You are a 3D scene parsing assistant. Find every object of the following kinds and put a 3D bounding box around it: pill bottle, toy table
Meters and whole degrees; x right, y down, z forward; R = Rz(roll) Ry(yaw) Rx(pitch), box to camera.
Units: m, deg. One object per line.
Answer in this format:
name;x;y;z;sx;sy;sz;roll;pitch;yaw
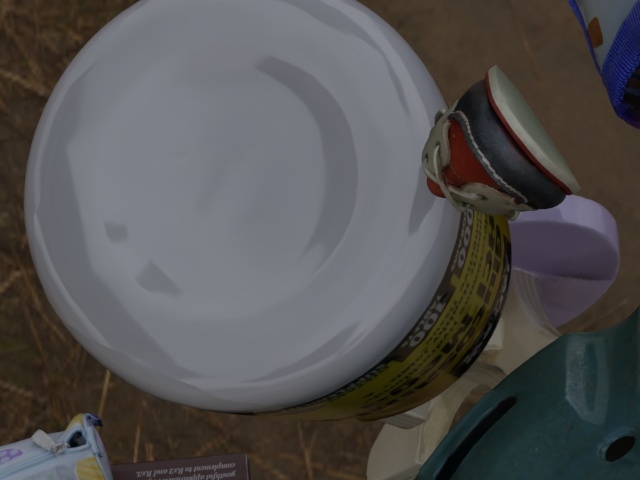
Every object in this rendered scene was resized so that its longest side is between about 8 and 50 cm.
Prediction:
pill bottle;0.000;0.000;0.706;0.188;0.334;0.187;-2;81;14
toy table;0.123;0.090;1.070;0.252;0.274;0.160;15;57;-18

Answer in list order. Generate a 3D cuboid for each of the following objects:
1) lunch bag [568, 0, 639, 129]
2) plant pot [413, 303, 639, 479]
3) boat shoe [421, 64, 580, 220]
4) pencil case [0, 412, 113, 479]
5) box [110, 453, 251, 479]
lunch bag;0.244;-0.269;0.596;0.239;0.385;0.327;16;51;-42
plant pot;0.212;0.215;0.587;0.334;0.341;0.341;48;56;-20
boat shoe;0.055;-0.028;0.457;0.043;0.137;0.049;-31;92;7
pencil case;-0.323;0.255;1.276;0.273;0.124;0.113;-20;70;-7
box;-0.149;0.338;1.451;0.169;0.203;0.167;-4;66;-3
